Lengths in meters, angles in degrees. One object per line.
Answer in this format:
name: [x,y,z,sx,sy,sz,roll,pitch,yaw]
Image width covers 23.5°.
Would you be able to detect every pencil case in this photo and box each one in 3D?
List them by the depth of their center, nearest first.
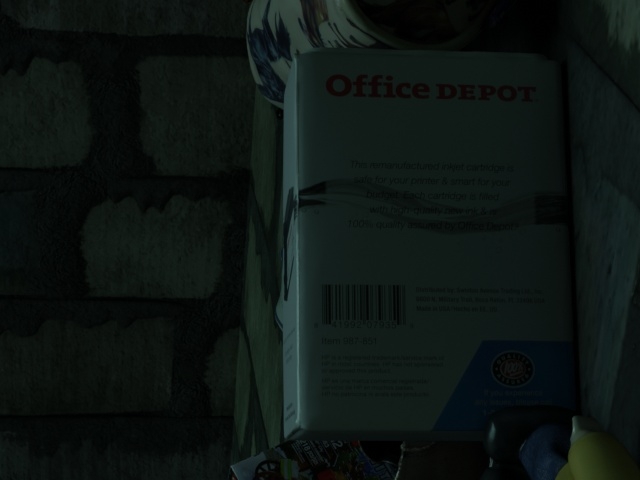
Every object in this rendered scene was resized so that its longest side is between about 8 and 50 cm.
pencil case: [0.045,-0.222,1.448,0.160,0.183,0.410,65,165,-3]

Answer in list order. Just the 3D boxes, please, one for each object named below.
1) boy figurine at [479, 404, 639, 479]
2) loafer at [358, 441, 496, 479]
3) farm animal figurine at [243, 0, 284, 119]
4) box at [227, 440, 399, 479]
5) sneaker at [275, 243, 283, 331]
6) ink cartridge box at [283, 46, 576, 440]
boy figurine: [0.179,0.219,1.062,0.285,0.092,0.177,-105,21,-72]
loafer: [0.094,0.148,1.482,0.366,0.130,0.134,-117,29,-72]
farm animal figurine: [0.032,-0.336,1.921,0.330,0.172,0.327,131,127,-65]
box: [0.032,0.292,1.499,0.233,0.159,0.044,57,156,26]
sneaker: [0.000,-0.001,2.142,0.315,0.127,0.182,-100,12,-59]
ink cartridge box: [0.083,0.009,1.272,0.129,0.223,0.307,121,149,-77]
